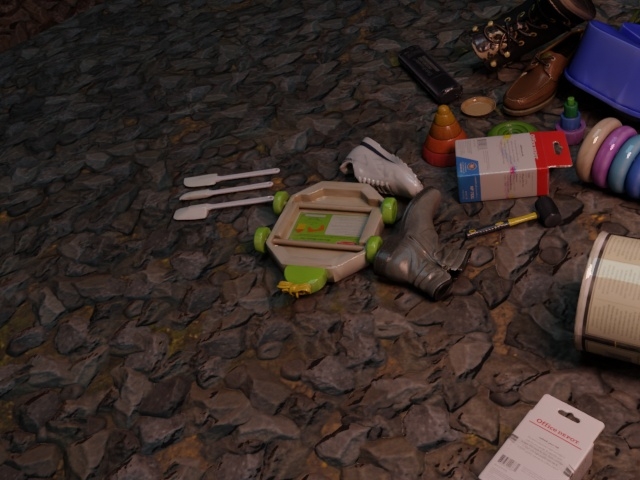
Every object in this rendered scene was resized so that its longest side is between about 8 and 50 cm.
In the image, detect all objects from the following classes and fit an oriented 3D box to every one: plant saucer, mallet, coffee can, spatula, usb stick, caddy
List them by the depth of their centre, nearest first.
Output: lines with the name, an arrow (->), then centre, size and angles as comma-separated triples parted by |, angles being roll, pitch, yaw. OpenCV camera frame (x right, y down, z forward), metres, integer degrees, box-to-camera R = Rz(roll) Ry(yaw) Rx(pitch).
coffee can -> 0.556, 0.107, 1.166 | 0.275, 0.201, 0.201 | 13, 47, 28
mallet -> 0.385, -0.031, 1.504 | 0.190, 0.039, 0.062 | -21, 43, -2
caddy -> 0.705, -0.357, 1.676 | 0.241, 0.179, 0.341 | -6, 35, -26
spatula -> -0.218, -0.113, 1.776 | 0.242, 0.019, 0.168 | -6, 36, 8
plant saucer -> 0.385, -0.322, 1.843 | 0.083, 0.015, 0.083 | -8, 41, 7
usb stick -> 0.284, -0.438, 1.981 | 0.077, 0.045, 0.278 | -25, 42, -3

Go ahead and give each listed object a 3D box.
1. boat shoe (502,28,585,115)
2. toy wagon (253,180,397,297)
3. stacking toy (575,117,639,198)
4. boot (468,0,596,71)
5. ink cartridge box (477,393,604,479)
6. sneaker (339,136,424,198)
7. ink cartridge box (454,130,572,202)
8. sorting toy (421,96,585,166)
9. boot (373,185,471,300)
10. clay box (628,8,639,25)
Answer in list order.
boat shoe -> 0.544, -0.415, 1.834 | 0.111, 0.104, 0.307 | 28, 55, 37
toy wagon -> 0.000, 0.000, 1.547 | 0.267, 0.068, 0.344 | 5, 45, 21
stacking toy -> 0.670, -0.118, 1.454 | 0.141, 0.141, 0.330 | -38, 51, -25
boot -> 0.498, -0.523, 1.808 | 0.284, 0.138, 0.377 | -26, 4, 27
ink cartridge box -> 0.323, 0.321, 1.097 | 0.104, 0.060, 0.180 | 26, 55, 38
sneaker -> 0.138, -0.139, 1.667 | 0.095, 0.090, 0.235 | -40, 42, -9
ink cartridge box -> 0.405, -0.158, 1.603 | 0.231, 0.078, 0.134 | -4, 42, 11
sorting toy -> 0.403, -0.263, 1.688 | 0.365, 0.126, 0.127 | -6, 41, 10
boot -> 0.225, 0.008, 1.480 | 0.161, 0.083, 0.246 | 20, 56, 24
clay box -> 0.812, -0.507, 1.788 | 0.127, 0.053, 0.222 | 28, 11, 1
